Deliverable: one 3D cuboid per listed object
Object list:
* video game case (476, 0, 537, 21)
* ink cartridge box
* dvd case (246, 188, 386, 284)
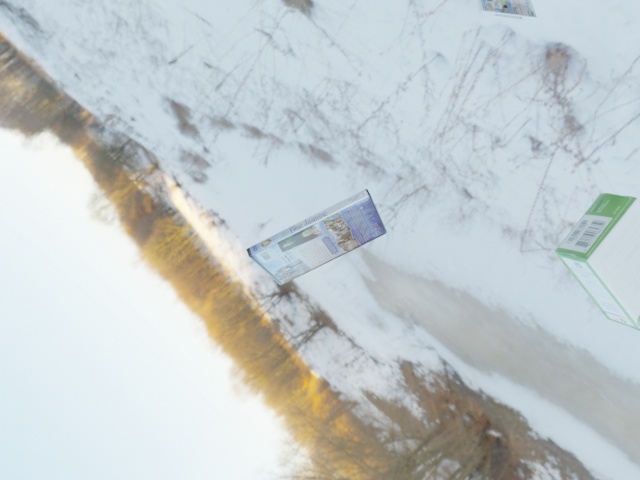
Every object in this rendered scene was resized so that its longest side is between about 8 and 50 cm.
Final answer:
[{"bbox_3d":[0.403,-0.508,1.269,0.122,0.087,0.011,8,138,-1],"label":"video game case"},{"bbox_3d":[0.422,0.046,0.791,0.209,0.109,0.062,44,173,-22],"label":"ink cartridge box"},{"bbox_3d":[0.000,0.000,1.148,0.022,0.253,0.180,66,-174,26],"label":"dvd case"}]
